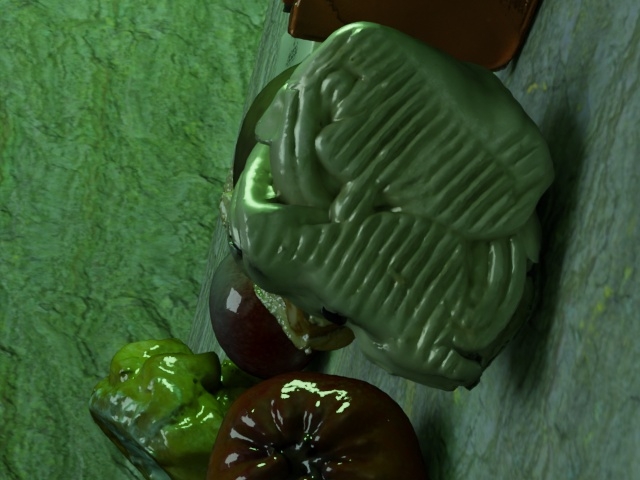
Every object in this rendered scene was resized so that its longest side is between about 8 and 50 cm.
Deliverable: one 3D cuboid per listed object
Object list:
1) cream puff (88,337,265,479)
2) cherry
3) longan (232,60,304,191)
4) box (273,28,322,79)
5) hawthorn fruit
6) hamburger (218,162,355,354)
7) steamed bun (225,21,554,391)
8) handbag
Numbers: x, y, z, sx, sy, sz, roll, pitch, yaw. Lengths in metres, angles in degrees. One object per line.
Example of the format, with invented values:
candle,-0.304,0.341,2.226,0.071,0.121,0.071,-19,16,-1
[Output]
cream puff,-0.200,0.300,2.462,0.275,0.378,0.378,-46,3,-17
cherry,-0.092,0.123,2.397,0.239,0.206,0.239,-33,52,58
longan,0.020,-0.103,1.912,0.297,0.297,0.297,-168,90,-78
box,0.056,-0.261,2.111,0.274,0.203,0.116,148,135,-74
hawthorn fruit,0.002,0.306,1.733,0.298,0.277,0.277,75,-160,-65
hamburger,0.002,0.001,2.138,0.330,0.209,0.162,56,139,37
steamed bun,0.076,-0.023,1.547,0.237,0.347,0.394,86,170,-84
handbag,0.137,-0.401,1.653,0.116,0.303,0.410,-101,25,-56
